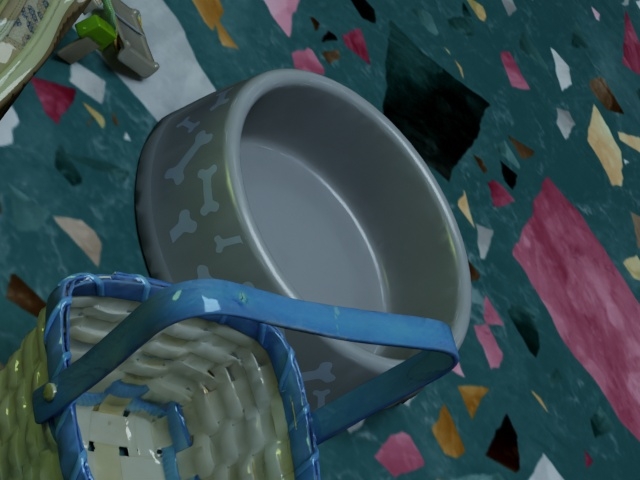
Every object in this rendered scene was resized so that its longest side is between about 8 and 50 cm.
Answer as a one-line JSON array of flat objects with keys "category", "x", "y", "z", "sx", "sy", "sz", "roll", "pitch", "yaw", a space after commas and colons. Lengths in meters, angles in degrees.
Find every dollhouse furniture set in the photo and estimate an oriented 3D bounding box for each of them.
[{"category": "dollhouse furniture set", "x": -0.208, "y": -0.188, "z": 1.423, "sx": 0.151, "sy": 0.058, "sz": 0.076, "roll": 34, "pitch": 29, "yaw": -59}]

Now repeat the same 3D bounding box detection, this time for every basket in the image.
[{"category": "basket", "x": -0.079, "y": 0.116, "z": 1.110, "sx": 0.254, "sy": 0.289, "sz": 0.201, "roll": 14, "pitch": 48, "yaw": -41}]

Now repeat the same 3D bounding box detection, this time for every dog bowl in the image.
[{"category": "dog bowl", "x": 0.000, "y": 0.000, "z": 1.461, "sx": 0.348, "sy": 0.102, "sz": 0.349, "roll": 30, "pitch": 44, "yaw": -34}]

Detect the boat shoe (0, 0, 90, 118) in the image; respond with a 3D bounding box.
[{"category": "boat shoe", "x": -0.249, "y": -0.169, "z": 1.267, "sx": 0.089, "sy": 0.104, "sz": 0.285, "roll": 37, "pitch": 54, "yaw": -13}]
